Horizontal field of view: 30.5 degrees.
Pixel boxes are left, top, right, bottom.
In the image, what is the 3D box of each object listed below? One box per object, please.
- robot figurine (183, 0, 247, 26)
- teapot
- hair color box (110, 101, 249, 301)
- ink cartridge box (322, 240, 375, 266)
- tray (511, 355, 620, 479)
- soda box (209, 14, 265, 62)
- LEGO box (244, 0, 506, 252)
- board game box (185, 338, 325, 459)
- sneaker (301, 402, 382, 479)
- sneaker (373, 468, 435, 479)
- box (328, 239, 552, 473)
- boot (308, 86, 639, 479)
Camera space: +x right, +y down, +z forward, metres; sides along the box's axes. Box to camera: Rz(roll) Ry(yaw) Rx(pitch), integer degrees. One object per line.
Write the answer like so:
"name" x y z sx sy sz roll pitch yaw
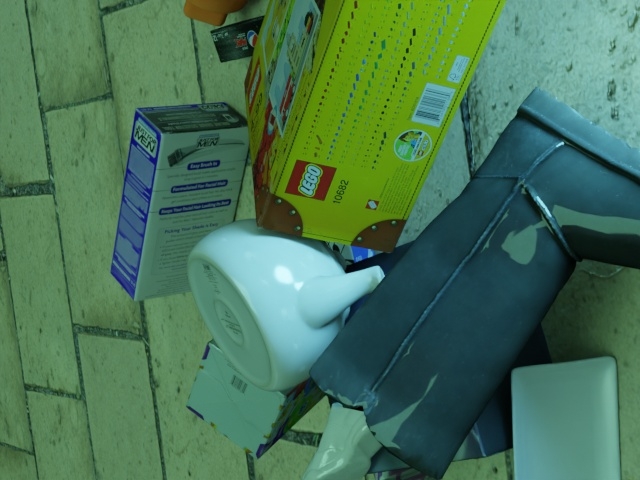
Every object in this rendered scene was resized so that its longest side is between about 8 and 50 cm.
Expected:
"robot figurine" -0.162 -0.462 1.928 0.128 0.158 0.219 39 129 20
"teapot" -0.050 0.067 1.587 0.256 0.187 0.252 47 153 26
"hair color box" -0.251 -0.069 2.087 0.110 0.185 0.339 43 129 40
"ink cartridge box" 0.000 0.000 1.886 0.207 0.046 0.097 5 112 52
"tray" 0.312 0.284 1.504 0.030 0.145 0.270 -148 53 -76
"soda box" -0.109 -0.337 1.942 0.169 0.053 0.060 1 114 52
"LEGO box" 0.065 -0.298 1.508 0.372 0.193 0.500 -99 25 -51
"board game box" -0.056 0.182 1.799 0.144 0.275 0.142 34 127 16
"sneaker" 0.030 0.272 1.621 0.212 0.080 0.094 -55 46 37
"sneaker" 0.104 0.322 1.813 0.104 0.095 0.236 -27 72 58
"box" 0.148 0.154 1.637 0.294 0.182 0.296 -23 80 50
"boot" 0.238 0.091 1.352 0.445 0.146 0.367 -51 49 3
